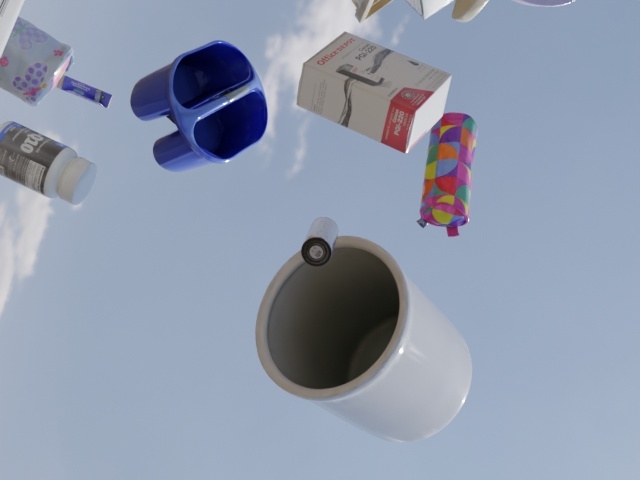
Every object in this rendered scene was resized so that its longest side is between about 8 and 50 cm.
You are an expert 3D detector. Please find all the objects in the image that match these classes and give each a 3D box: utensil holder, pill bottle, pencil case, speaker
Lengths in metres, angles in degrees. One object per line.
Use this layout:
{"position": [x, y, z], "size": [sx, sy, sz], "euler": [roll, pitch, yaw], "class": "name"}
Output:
{"position": [0.100, 0.218, 1.940], "size": [0.327, 0.385, 0.328], "euler": [-13, -121, 24], "class": "utensil holder"}
{"position": [-0.389, -0.106, 1.332], "size": [0.078, 0.137, 0.078], "euler": [24, 90, -86], "class": "pill bottle"}
{"position": [-0.516, -0.321, 1.453], "size": [0.113, 0.273, 0.124], "euler": [-44, -161, 33], "class": "pencil case"}
{"position": [0.247, -0.132, 1.832], "size": [0.104, 0.104, 0.236], "euler": [-30, -139, 51], "class": "pencil case"}
{"position": [0.000, 0.000, 1.706], "size": [0.055, 0.055, 0.136], "euler": [-62, -177, 18], "class": "speaker"}

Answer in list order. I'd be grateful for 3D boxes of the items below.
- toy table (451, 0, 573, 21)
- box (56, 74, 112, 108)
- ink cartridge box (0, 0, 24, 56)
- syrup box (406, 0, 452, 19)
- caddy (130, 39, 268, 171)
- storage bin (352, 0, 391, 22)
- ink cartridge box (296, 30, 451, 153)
{"position": [0.315, -0.492, 1.617], "size": [0.161, 0.274, 0.252], "euler": [26, -88, 56], "class": "toy table"}
{"position": [-0.391, -0.247, 1.578], "size": [0.028, 0.081, 0.136], "euler": [-68, -159, 1], "class": "box"}
{"position": [-0.480, -0.261, 0.993], "size": [0.160, 0.279, 0.385], "euler": [-10, -130, 20], "class": "ink cartridge box"}
{"position": [0.168, -0.561, 1.895], "size": [0.096, 0.093, 0.237], "euler": [-35, -116, -5], "class": "syrup box"}
{"position": [-0.239, -0.289, 2.038], "size": [0.179, 0.241, 0.341], "euler": [-16, -165, 32], "class": "caddy"}
{"position": [0.120, -0.352, 0.915], "size": [0.260, 0.123, 0.262], "euler": [-34, -176, 2], "class": "storage bin"}
{"position": [0.091, -0.257, 1.628], "size": [0.158, 0.217, 0.092], "euler": [-46, 154, -45], "class": "ink cartridge box"}
